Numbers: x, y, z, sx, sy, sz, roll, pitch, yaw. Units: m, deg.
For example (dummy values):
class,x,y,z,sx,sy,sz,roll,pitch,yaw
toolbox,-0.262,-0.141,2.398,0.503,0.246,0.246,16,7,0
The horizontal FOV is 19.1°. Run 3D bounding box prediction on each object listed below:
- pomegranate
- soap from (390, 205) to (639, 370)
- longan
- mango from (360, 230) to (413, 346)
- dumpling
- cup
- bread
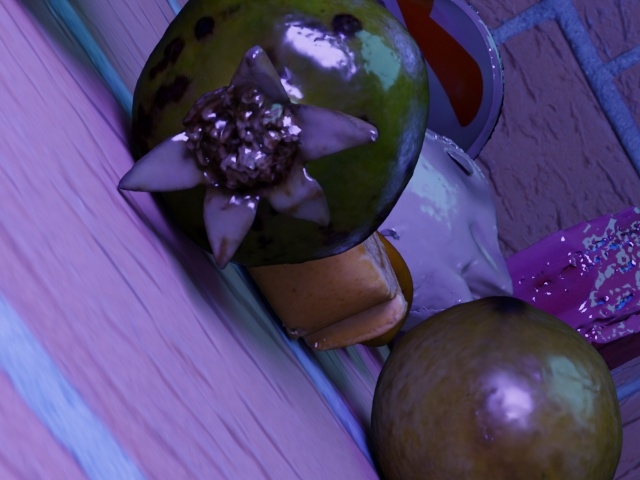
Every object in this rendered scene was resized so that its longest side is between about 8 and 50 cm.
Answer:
class,x,y,z,sx,sy,sz,roll,pitch,yaw
pomegranate,-0.017,-0.048,0.870,0.148,0.148,0.169,58,17,-24
soap,0.193,0.067,1.519,0.099,0.250,0.162,64,5,21
longan,0.096,0.117,1.081,0.145,0.176,0.155,20,18,20
mango,0.019,0.022,1.192,0.114,0.060,0.080,53,-7,-37
dumpling,0.035,-0.019,1.341,0.247,0.142,0.172,51,-27,-18
cup,0.029,-0.144,1.548,0.203,0.203,0.288,61,13,10
bread,0.000,0.000,1.068,0.122,0.073,0.149,61,6,-15
